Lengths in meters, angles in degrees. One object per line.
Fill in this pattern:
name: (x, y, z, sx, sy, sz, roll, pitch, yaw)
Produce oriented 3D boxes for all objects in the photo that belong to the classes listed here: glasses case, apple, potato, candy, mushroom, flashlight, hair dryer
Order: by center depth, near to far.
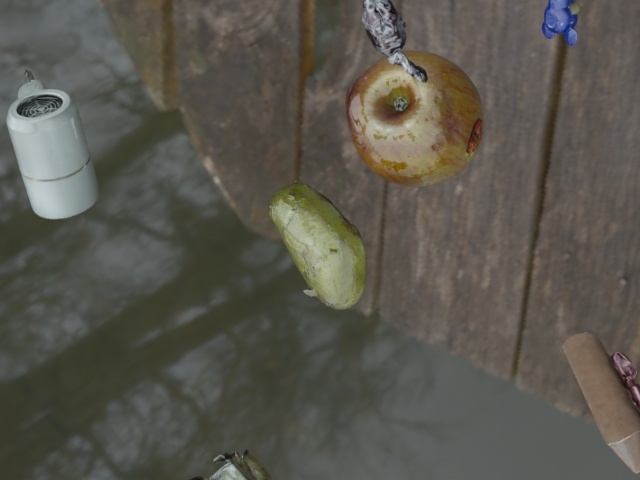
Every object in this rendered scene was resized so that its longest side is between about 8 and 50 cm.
flashlight: (0.261, -0.273, 1.316, 0.057, 0.035, 0.121, 34, 135, 52)
candy: (0.072, -0.259, 1.457, 0.226, 0.051, 0.094, 50, -167, -54)
potato: (0.000, 0.000, 1.570, 0.188, 0.085, 0.105, 51, 124, 27)
glasses case: (0.391, 0.206, 1.583, 0.070, 0.193, 0.102, -34, 125, 15)
apple: (0.148, -0.188, 1.905, 0.211, 0.188, 0.211, -6, 77, 27)
hair dryer: (-0.440, -0.195, 1.910, 0.357, 0.107, 0.173, -124, 22, -51)
mushroom: (-0.170, 0.467, 2.059, 0.164, 0.189, 0.267, 55, -176, 12)
